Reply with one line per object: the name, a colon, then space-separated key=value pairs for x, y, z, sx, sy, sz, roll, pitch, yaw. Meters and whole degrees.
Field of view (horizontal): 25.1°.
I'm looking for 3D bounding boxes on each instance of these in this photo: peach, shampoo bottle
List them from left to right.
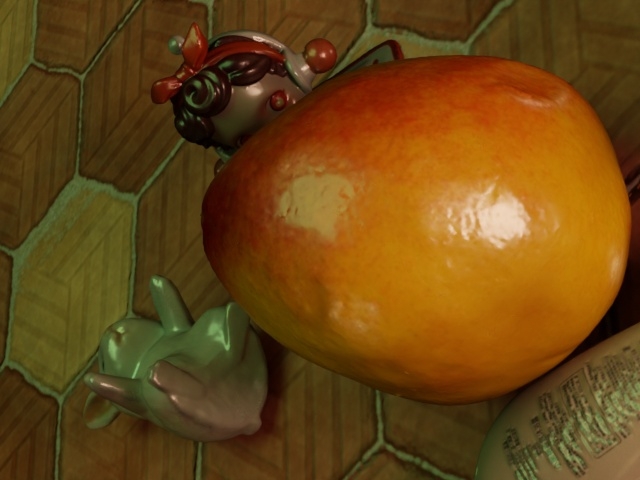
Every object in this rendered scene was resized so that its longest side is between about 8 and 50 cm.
peach: x=0.078 y=-0.015 z=1.112 sx=0.289 sy=0.308 sz=0.289 roll=-40 pitch=34 yaw=35
shampoo bottle: x=0.201 y=0.152 z=1.089 sx=0.257 sy=0.078 sz=0.127 roll=-41 pitch=55 yaw=26

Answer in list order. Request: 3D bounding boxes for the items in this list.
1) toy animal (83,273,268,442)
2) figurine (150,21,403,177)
toy animal: x=-0.176 y=0.126 z=1.466 sx=0.282 sy=0.138 sz=0.140 roll=9 pitch=49 yaw=45
figurine: x=-0.055 y=-0.135 z=1.380 sx=0.183 sy=0.226 sz=0.160 roll=-32 pitch=52 yaw=35
